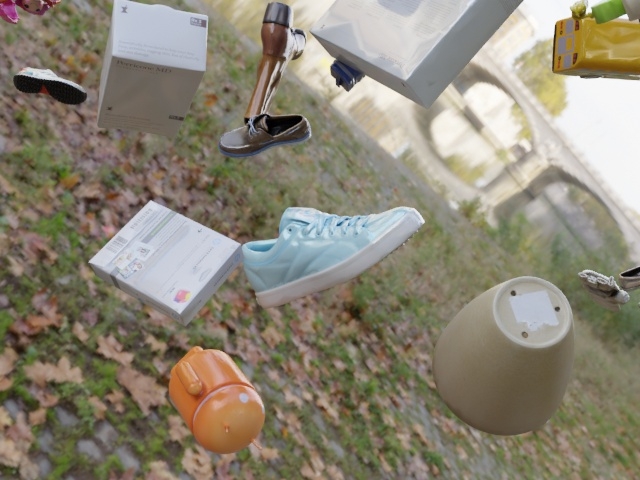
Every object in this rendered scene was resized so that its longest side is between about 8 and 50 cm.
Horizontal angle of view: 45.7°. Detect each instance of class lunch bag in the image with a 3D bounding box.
[{"bbox_3d":[0.057,-0.376,1.700,0.067,0.065,0.098,48,-2,6],"label":"lunch bag"}]

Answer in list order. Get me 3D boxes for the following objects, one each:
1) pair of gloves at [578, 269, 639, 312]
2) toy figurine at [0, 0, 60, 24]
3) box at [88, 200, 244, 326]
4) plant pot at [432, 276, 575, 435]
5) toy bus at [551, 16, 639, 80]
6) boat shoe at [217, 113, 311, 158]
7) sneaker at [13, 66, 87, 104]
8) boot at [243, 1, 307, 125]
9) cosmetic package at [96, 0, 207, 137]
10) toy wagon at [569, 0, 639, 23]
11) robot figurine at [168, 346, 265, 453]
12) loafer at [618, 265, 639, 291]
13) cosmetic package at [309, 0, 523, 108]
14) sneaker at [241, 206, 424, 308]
[{"bbox_3d":[0.694,0.135,1.692,0.240,0.042,0.204,26,-6,39],"label":"pair of gloves"},{"bbox_3d":[-0.511,-0.448,1.336,0.173,0.159,0.130,10,57,-39],"label":"toy figurine"},{"bbox_3d":[-0.231,0.029,1.144,0.186,0.145,0.038,23,-32,26],"label":"box"},{"bbox_3d":[0.341,0.179,1.337,0.257,0.256,0.274,58,-15,26],"label":"plant pot"},{"bbox_3d":[0.626,-0.381,1.522,0.332,0.108,0.130,0,5,-17],"label":"toy bus"},{"bbox_3d":[-0.112,-0.212,1.460,0.066,0.183,0.066,80,-5,-63],"label":"boat shoe"},{"bbox_3d":[-0.600,-0.357,1.708,0.161,0.057,0.075,12,40,-5],"label":"sneaker"},{"bbox_3d":[-0.103,-0.374,1.772,0.096,0.281,0.264,11,-3,-1],"label":"boot"},{"bbox_3d":[-0.414,-0.402,1.831,0.217,0.385,0.156,5,74,-18],"label":"cosmetic package"},{"bbox_3d":[0.526,-0.373,1.061,0.267,0.344,0.068,-41,108,-53],"label":"toy wagon"},{"bbox_3d":[-0.172,0.269,1.273,0.128,0.158,0.219,-13,32,-27],"label":"robot figurine"},{"bbox_3d":[0.662,0.063,1.528,0.039,0.125,0.045,58,12,-33],"label":"loafer"},{"bbox_3d":[0.177,-0.446,1.495,0.097,0.284,0.377,43,1,-40],"label":"cosmetic package"},{"bbox_3d":[0.000,0.000,1.335,0.150,0.365,0.135,60,27,-9],"label":"sneaker"}]
